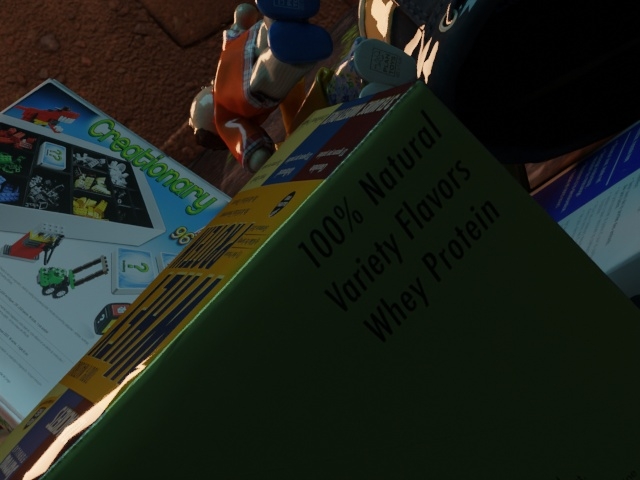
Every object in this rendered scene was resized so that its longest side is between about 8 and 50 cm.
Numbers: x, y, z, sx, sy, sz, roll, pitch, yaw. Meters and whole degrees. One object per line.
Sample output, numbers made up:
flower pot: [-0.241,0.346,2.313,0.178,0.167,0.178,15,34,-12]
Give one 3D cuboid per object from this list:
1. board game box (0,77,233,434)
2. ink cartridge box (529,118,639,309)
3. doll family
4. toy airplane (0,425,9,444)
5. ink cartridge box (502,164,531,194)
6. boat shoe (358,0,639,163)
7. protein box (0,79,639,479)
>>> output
board game box: [-0.163,0.016,1.087,0.193,0.053,0.305,-37,43,-18]
ink cartridge box: [0.137,0.012,0.845,0.332,0.065,0.165,-38,12,40]
doll family: [0.000,0.000,0.900,0.163,0.118,0.263,134,138,-60]
toy airplane: [-0.187,0.134,1.222,0.386,0.272,0.384,-10,19,-9]
ink cartridge box: [0.125,-0.048,1.077,0.255,0.097,0.189,-12,16,7]
boat shoe: [0.246,-0.196,0.882,0.500,0.187,0.156,-31,30,13]
protein box: [0.019,0.086,0.631,0.200,0.201,0.136,-47,11,-11]
